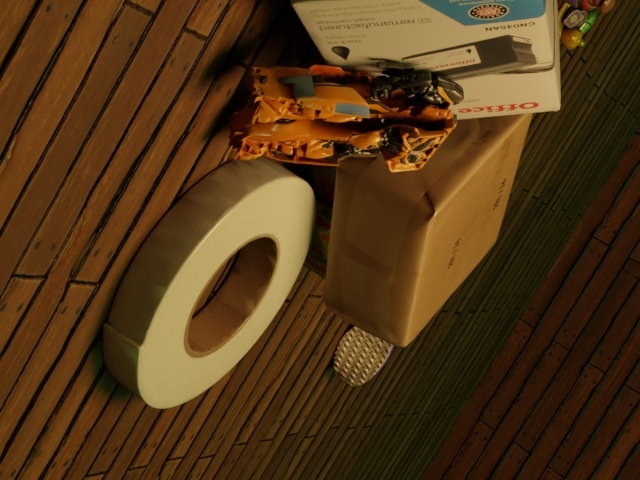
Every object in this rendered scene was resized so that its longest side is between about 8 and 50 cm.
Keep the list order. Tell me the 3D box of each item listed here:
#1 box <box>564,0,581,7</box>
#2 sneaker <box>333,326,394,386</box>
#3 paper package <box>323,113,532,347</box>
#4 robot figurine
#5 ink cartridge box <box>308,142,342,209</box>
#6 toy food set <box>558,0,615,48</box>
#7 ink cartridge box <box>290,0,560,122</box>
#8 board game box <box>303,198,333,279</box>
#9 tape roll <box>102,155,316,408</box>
[{"bbox_3d":[0.255,-0.446,1.646,0.103,0.261,0.184,-53,159,-11],"label":"box"},{"bbox_3d":[0.139,0.166,2.512,0.293,0.102,0.146,-61,160,12],"label":"sneaker"},{"bbox_3d":[0.159,-0.054,1.887,0.309,0.168,0.325,-45,155,-34],"label":"paper package"},{"bbox_3d":[0.038,-0.151,1.577,0.211,0.291,0.085,125,-34,-63],"label":"robot figurine"},{"bbox_3d":[0.071,-0.145,1.925,0.193,0.088,0.234,-49,159,-24],"label":"ink cartridge box"},{"bbox_3d":[0.551,-0.478,2.530,0.218,0.071,0.128,-58,159,4],"label":"toy food set"},{"bbox_3d":[0.148,-0.293,1.553,0.395,0.286,0.166,47,42,-69],"label":"ink cartridge box"},{"bbox_3d":[0.000,0.000,1.971,0.043,0.092,0.181,-50,158,-19],"label":"board game box"},{"bbox_3d":[-0.150,0.062,1.760,0.392,0.072,0.392,-47,158,-26],"label":"tape roll"}]
